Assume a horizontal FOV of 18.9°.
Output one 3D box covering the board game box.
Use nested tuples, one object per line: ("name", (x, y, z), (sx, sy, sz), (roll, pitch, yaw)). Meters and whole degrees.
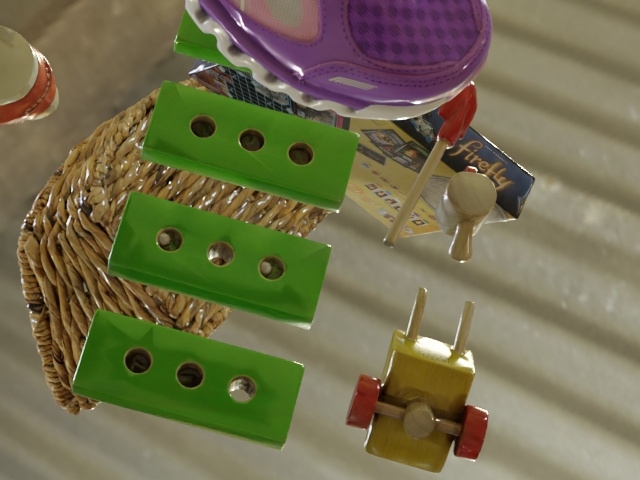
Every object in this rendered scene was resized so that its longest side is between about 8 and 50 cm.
("board game box", (0.032, -0.092, 1.545), (0.165, 0.243, 0.042), (-9, -131, 57))

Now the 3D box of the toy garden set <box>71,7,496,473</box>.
("toy garden set", (0.000, 0.000, 1.005), (0.204, 0.049, 0.244), (15, -116, -2))

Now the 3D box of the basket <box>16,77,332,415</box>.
("basket", (-0.172, -0.010, 1.873), (0.223, 0.213, 0.299), (-32, -171, 41))

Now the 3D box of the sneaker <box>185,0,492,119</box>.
("sneaker", (-0.024, -0.142, 0.725), (0.095, 0.236, 0.104), (-49, -173, -20))

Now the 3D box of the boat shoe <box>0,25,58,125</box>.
("boat shoe", (-0.175, -0.080, 0.803), (0.137, 0.043, 0.049), (16, -99, 12))
